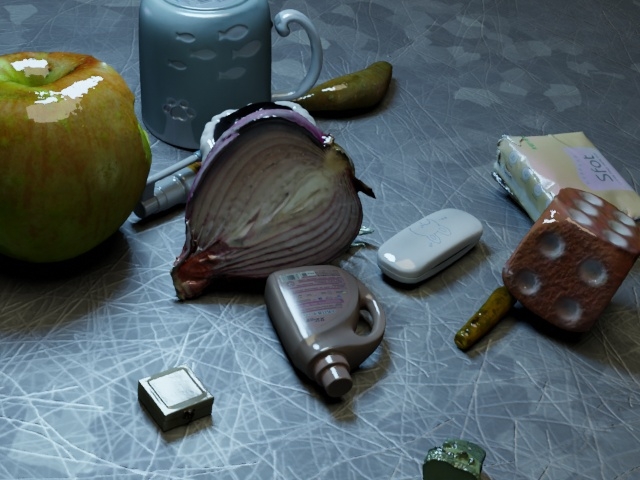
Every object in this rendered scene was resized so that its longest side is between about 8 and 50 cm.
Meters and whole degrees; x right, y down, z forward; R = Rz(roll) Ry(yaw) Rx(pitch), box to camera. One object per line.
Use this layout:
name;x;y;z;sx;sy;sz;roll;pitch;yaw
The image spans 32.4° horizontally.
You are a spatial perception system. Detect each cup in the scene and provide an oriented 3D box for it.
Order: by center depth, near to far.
cup;-0.169;-0.360;2.103;0.357;0.274;0.259;-6;40;-11

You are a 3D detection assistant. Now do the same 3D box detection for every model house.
model house;0.181;0.298;1.486;0.079;0.066;0.083;19;35;9

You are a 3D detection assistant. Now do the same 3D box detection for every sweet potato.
sweet potato;0.057;-0.307;2.286;0.346;0.079;0.108;-23;19;-35

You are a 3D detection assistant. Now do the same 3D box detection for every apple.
apple;-0.431;-0.132;1.731;0.340;0.339;0.339;6;36;-5

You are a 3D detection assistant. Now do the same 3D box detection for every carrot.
carrot;0.265;0.122;1.771;0.042;0.042;0.171;29;42;25

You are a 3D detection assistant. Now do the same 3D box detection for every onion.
onion;-0.107;-0.050;1.778;0.349;0.267;0.159;-35;11;2

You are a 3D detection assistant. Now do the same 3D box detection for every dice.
dice;0.411;0.026;1.791;0.174;0.179;0.175;33;33;13

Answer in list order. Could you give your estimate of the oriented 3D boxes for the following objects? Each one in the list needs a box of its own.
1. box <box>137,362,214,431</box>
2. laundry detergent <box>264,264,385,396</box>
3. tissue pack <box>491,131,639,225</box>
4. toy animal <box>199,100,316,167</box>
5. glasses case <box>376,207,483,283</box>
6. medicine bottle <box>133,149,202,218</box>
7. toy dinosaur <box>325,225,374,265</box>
box;-0.200;0.218;1.531;0.079;0.035;0.083;-17;44;-32
laundry detergent;0.024;0.133;1.666;0.171;0.076;0.237;-7;39;-22
tissue pack;0.460;-0.086;2.033;0.215;0.123;0.256;-7;46;-25
toy animal;-0.098;-0.136;1.915;0.208;0.204;0.156;-12;22;1
glasses case;0.190;0.007;1.892;0.092;0.059;0.233;35;44;29
medicine bottle;-0.238;-0.109;1.922;0.061;0.092;0.221;33;42;21
toy dinosaur;0.000;0.003;1.874;0.188;0.044;0.106;-10;31;3
